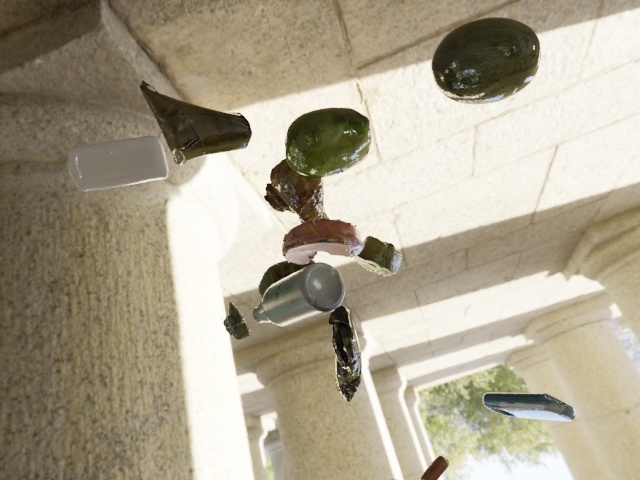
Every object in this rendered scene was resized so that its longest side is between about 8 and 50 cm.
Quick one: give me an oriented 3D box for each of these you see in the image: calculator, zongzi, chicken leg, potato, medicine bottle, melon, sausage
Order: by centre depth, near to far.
[{"bbox_3d":[0.487,0.392,1.049,0.121,0.039,0.210,31,150,-26],"label":"calculator"},{"bbox_3d":[0.272,0.548,1.054,0.083,0.034,0.034,-54,143,7],"label":"sausage"},{"bbox_3d":[-0.077,0.147,1.065,0.110,0.110,0.352,1,162,-31],"label":"medicine bottle"},{"bbox_3d":[-0.250,0.212,1.247,0.055,0.119,0.109,-28,-160,-29],"label":"zongzi"},{"bbox_3d":[0.480,-0.517,1.294,0.301,0.237,0.237,8,171,39],"label":"melon"},{"bbox_3d":[-0.370,-0.384,1.347,0.260,0.289,0.123,-20,160,-27],"label":"zongzi"},{"bbox_3d":[0.025,-0.303,1.365,0.304,0.216,0.216,-29,160,-30],"label":"potato"},{"bbox_3d":[-0.073,-0.134,1.643,0.295,0.182,0.409,-1,129,37],"label":"chicken leg"}]

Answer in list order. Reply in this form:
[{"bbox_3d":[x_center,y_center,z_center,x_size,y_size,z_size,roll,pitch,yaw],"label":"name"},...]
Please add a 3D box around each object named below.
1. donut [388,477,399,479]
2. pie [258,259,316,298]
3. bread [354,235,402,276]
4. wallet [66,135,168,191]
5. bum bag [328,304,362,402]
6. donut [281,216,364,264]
[{"bbox_3d":[0.224,0.725,1.260,0.043,0.108,0.097,-54,138,4],"label":"donut"},{"bbox_3d":[-0.102,0.185,1.798,0.306,0.306,0.071,-8,140,-16],"label":"pie"},{"bbox_3d":[0.254,0.068,1.879,0.186,0.124,0.257,31,171,-7],"label":"bread"},{"bbox_3d":[-0.417,-0.159,0.915,0.190,0.095,0.033,-11,-169,-15],"label":"wallet"},{"bbox_3d":[0.054,0.240,0.897,0.060,0.107,0.232,-5,129,3],"label":"bum bag"},{"bbox_3d":[0.000,0.000,1.225,0.233,0.085,0.199,-8,160,11],"label":"donut"}]
